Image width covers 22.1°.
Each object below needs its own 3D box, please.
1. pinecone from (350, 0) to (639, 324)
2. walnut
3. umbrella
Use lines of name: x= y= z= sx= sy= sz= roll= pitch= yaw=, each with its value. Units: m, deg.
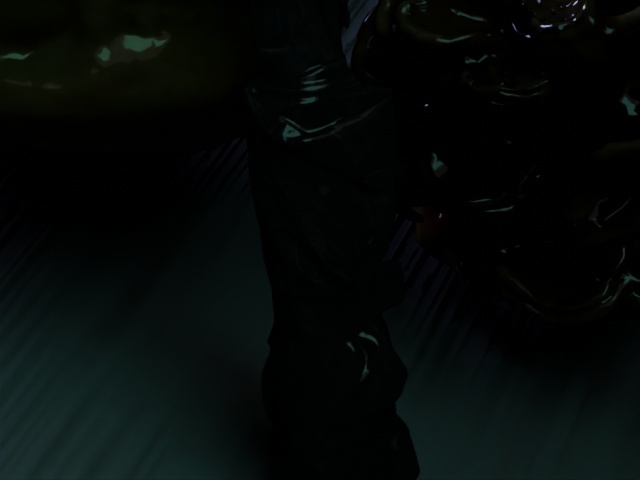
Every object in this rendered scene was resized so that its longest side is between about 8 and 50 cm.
pinecone: x=0.122 y=-0.083 z=0.752 sx=0.257 sy=0.243 sz=0.243 roll=13 pitch=38 yaw=-56
walnut: x=-0.117 y=-0.147 z=0.721 sx=0.283 sy=0.227 sz=0.283 roll=6 pitch=42 yaw=-5
umbrella: x=0.000 y=0.000 z=0.652 sx=0.059 sy=0.235 sz=0.066 roll=6 pitch=23 yaw=31
